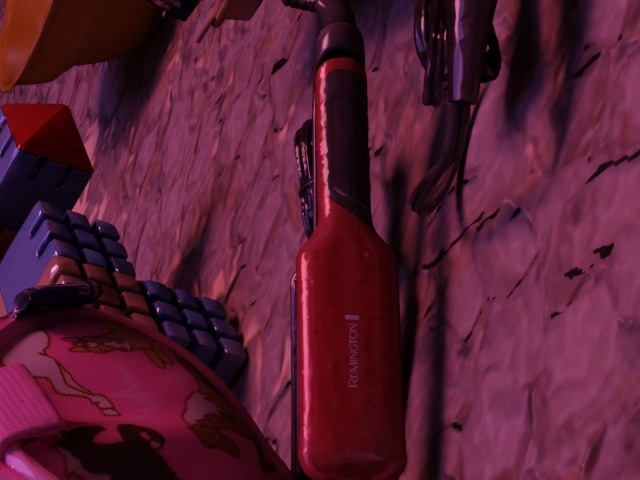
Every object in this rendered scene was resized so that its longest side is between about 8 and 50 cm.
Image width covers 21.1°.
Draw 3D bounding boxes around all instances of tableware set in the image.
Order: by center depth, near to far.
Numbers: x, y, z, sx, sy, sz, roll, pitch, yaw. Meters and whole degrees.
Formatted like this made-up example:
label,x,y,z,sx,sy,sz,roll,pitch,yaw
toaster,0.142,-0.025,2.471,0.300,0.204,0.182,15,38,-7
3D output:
label,x,y,z,sx,sy,sz,roll,pitch,yaw
tableware set,-0.005,-0.174,0.843,0.141,0.020,0.169,-56,5,42

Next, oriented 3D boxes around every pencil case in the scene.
label,x,y,z,sx,sy,sz,roll,pitch,yaw
pencil case,-0.170,0.200,0.703,0.386,0.167,0.160,-52,-5,22

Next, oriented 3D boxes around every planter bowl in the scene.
label,x,y,z,sx,sy,sz,roll,pitch,yaw
planter bowl,-0.157,-0.199,1.233,0.217,0.090,0.217,-165,90,-70

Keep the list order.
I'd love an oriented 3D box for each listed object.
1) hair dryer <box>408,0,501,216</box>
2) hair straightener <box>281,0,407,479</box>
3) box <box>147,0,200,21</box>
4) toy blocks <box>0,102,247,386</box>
label,x,y,z,sx,sy,sz,roll,pitch,yaw
hair dryer,0.076,-0.175,0.648,0.223,0.080,0.293,-107,23,-51
hair straightener,0.000,0.000,0.700,0.089,0.047,0.230,103,161,-65
box,-0.013,-0.225,0.819,0.220,0.051,0.175,-60,10,-16
toy blocks,-0.148,0.103,0.904,0.261,0.191,0.381,-56,36,21
